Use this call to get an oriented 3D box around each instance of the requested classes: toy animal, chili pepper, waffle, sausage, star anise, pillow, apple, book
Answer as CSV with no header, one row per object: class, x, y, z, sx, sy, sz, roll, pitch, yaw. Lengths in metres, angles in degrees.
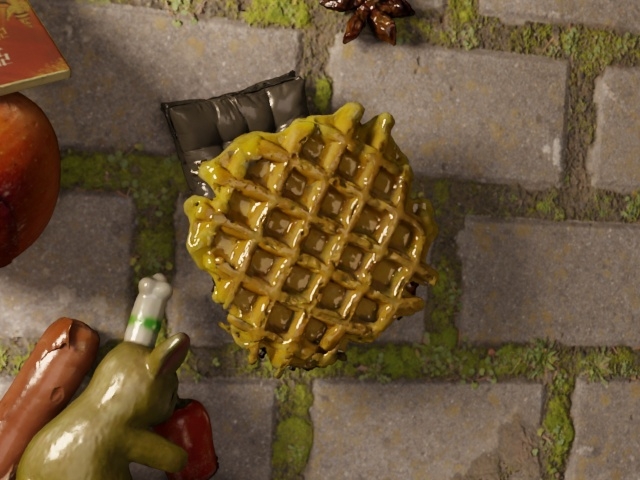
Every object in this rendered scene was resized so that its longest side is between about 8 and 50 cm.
toy animal,-0.271,0.242,1.306,0.363,0.181,0.180,-52,135,-14
chili pepper,-0.214,0.283,1.409,0.084,0.086,0.192,-8,107,18
waffle,0.000,0.000,1.371,0.382,0.095,0.379,-27,104,-16
sausage,-0.461,0.297,1.328,0.094,0.094,0.419,38,82,-26
star anise,0.079,-0.388,1.483,0.168,0.057,0.167,-4,104,-16
pillow,-0.099,-0.083,1.421,0.228,0.101,0.326,-16,100,-17
apple,-0.468,-0.092,1.217,0.252,0.272,0.206,21,50,6
book,-0.520,-0.305,1.173,0.263,0.028,0.374,-22,62,-29
